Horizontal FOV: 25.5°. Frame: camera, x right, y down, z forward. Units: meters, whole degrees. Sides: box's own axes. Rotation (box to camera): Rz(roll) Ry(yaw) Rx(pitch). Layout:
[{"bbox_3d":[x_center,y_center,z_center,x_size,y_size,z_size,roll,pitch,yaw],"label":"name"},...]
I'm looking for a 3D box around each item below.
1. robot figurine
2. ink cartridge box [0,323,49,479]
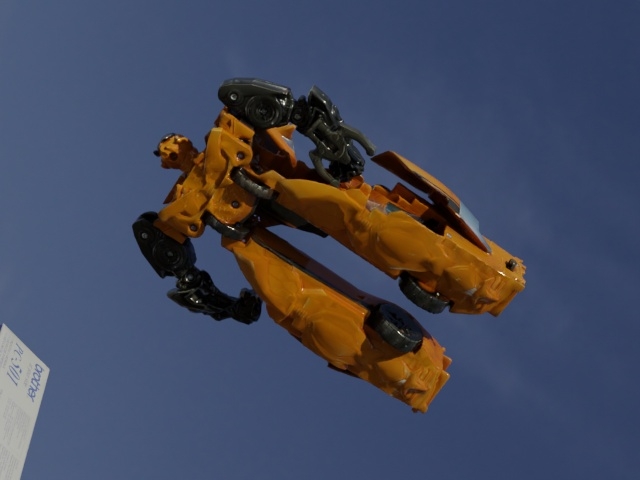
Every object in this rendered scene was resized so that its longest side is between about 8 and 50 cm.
[{"bbox_3d":[0.000,0.000,1.100,0.211,0.291,0.085,-54,-174,22],"label":"robot figurine"},{"bbox_3d":[-0.214,0.139,0.774,0.097,0.046,0.207,-32,-155,17],"label":"ink cartridge box"}]
